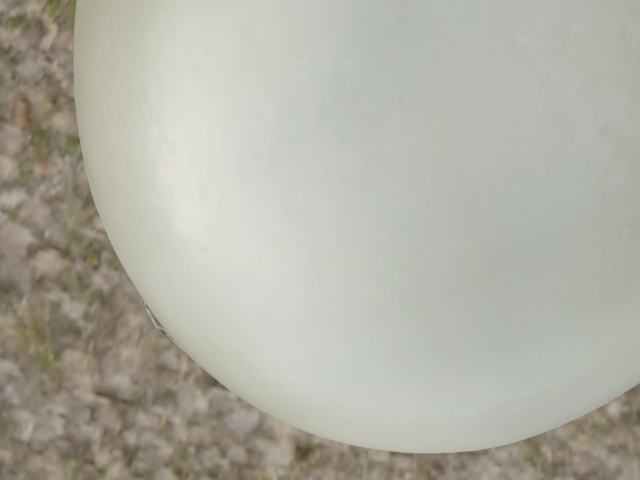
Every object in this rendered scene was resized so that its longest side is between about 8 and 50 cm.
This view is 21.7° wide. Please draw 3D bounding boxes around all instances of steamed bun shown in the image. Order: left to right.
[{"bbox_3d":[0.062,-0.067,0.666,0.324,0.206,0.324,-11,119,-21],"label":"steamed bun"}]

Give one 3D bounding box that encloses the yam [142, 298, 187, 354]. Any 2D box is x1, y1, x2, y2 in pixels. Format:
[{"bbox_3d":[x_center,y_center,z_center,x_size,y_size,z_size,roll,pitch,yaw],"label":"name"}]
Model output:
[{"bbox_3d":[0.000,0.000,1.096,0.161,0.268,0.161,2,94,21],"label":"yam"}]
